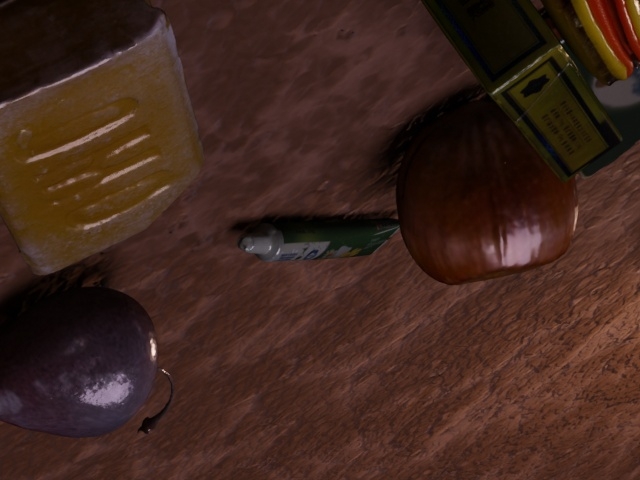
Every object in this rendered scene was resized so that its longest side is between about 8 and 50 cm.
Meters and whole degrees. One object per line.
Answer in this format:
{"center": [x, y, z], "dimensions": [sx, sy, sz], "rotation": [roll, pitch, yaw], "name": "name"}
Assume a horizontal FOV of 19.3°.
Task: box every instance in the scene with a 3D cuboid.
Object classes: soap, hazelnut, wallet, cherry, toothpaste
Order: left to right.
{"center": [-0.195, 0.113, 1.452], "dimensions": [0.148, 0.115, 0.188], "rotation": [-41, 170, -33], "name": "cherry"}
{"center": [-0.152, -0.073, 1.179], "dimensions": [0.140, 0.073, 0.232], "rotation": [-24, 157, -7], "name": "soap"}
{"center": [0.000, 0.000, 1.574], "dimensions": [0.049, 0.031, 0.204], "rotation": [-44, 156, 30], "name": "toothpaste"}
{"center": [0.136, -0.040, 1.537], "dimensions": [0.150, 0.150, 0.150], "rotation": [-27, 156, -13], "name": "hazelnut"}
{"center": [0.143, -0.197, 1.221], "dimensions": [0.067, 0.141, 0.241], "rotation": [-35, 155, 5], "name": "wallet"}

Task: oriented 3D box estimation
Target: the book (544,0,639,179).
{"center": [0.336, -0.211, 1.566], "dimensions": [0.371, 0.043, 0.260], "rotation": [-35, 155, 4], "name": "book"}

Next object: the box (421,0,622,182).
{"center": [0.132, -0.137, 1.325], "dimensions": [0.064, 0.141, 0.220], "rotation": [-36, 156, 10], "name": "box"}
